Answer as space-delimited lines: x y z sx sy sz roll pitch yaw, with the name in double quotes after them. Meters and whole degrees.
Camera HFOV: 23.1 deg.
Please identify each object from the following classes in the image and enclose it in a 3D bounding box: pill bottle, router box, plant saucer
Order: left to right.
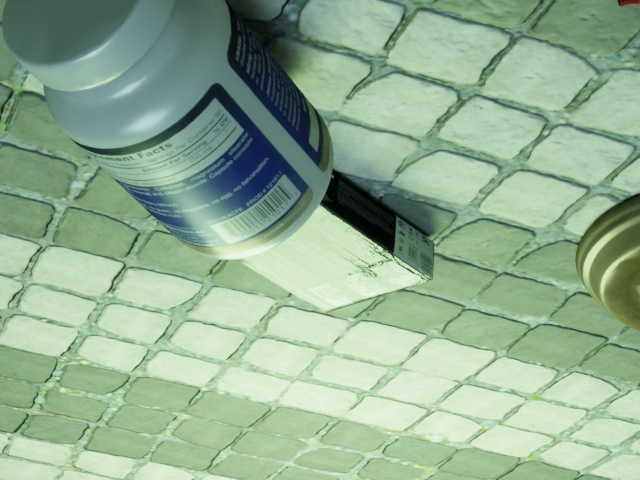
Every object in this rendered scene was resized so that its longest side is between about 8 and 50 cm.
-0.109 -0.108 1.164 0.153 0.153 0.264 -10 147 23 "pill bottle"
0.000 0.000 1.446 0.133 0.046 0.179 -19 143 35 "router box"
0.378 0.028 1.461 0.278 0.041 0.278 3 149 2 "plant saucer"

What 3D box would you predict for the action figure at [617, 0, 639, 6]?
0.271 -0.181 1.117 0.115 0.030 0.038 3 156 -8 "action figure"
